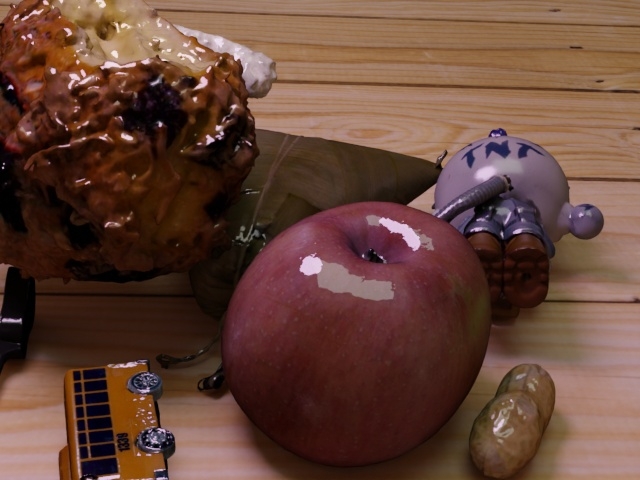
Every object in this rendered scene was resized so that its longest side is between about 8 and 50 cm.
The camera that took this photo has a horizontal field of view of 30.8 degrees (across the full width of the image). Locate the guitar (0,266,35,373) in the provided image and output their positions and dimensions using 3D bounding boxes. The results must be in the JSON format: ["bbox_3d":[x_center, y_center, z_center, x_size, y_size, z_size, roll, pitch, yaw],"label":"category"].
[{"bbox_3d":[-0.365,0.134,1.338,0.038,0.083,0.271,4,37,-4],"label":"guitar"}]

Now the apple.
[{"bbox_3d":[0.043,0.094,1.271,0.306,0.235,0.305,8,36,-6],"label":"apple"}]

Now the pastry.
[{"bbox_3d":[-0.259,-0.106,1.357,0.292,0.337,0.405,-3,31,-44],"label":"pastry"}]

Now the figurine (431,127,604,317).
[{"bbox_3d":[0.246,-0.019,1.555,0.261,0.186,0.382,12,27,2],"label":"figurine"}]

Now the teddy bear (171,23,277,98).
[{"bbox_3d":[-0.296,-0.137,1.672,0.375,0.327,0.362,21,69,-21],"label":"teddy bear"}]

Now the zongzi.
[{"bbox_3d":[0.000,0.000,1.504,0.418,0.181,0.447,0,33,-7],"label":"zongzi"}]

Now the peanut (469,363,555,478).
[{"bbox_3d":[0.215,0.193,1.284,0.080,0.080,0.174,16,33,19],"label":"peanut"}]

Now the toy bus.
[{"bbox_3d":[-0.207,0.216,1.179,0.114,0.098,0.201,-4,31,-12],"label":"toy bus"}]
